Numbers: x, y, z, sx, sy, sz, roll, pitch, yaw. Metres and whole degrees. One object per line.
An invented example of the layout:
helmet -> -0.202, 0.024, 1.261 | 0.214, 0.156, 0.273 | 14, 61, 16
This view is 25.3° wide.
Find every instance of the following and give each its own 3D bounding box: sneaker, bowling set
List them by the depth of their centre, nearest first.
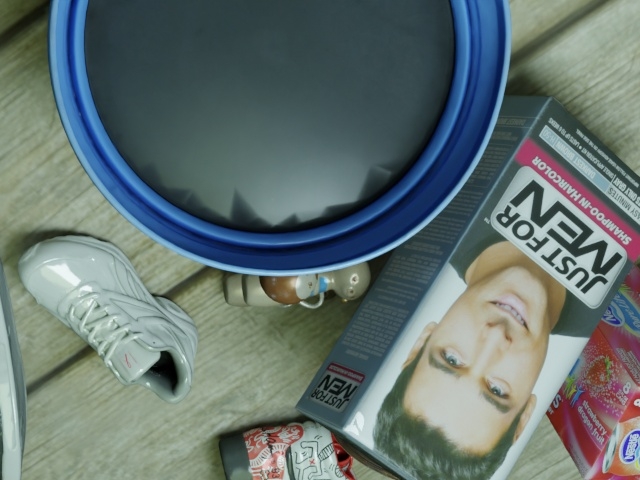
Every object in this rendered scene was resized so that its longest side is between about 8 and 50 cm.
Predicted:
bowling set -> 0.000, 0.000, 1.372 | 0.154, 0.200, 0.287 | -5, 130, -13
sneaker -> -0.201, 0.082, 1.418 | 0.090, 0.115, 0.232 | -43, 125, 15
sneaker -> -0.376, 0.143, 1.428 | 0.147, 0.104, 0.296 | -6, 123, -7
sneaker -> -0.020, 0.320, 1.656 | 0.145, 0.090, 0.270 | -14, 125, -2

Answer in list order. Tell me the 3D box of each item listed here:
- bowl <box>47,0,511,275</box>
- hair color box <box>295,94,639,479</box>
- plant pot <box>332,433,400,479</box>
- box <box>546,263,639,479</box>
bowl -> -0.034, -0.166, 1.214 | 0.391, 0.077, 0.391 | -1, 97, -11
hair color box -> 0.161, 0.062, 1.390 | 0.185, 0.113, 0.374 | 37, 80, -24
plant pot -> 0.114, 0.151, 1.536 | 0.167, 0.167, 0.165 | 10, 115, -22
box -> 0.300, 0.124, 1.500 | 0.122, 0.257, 0.128 | 8, 122, -23
